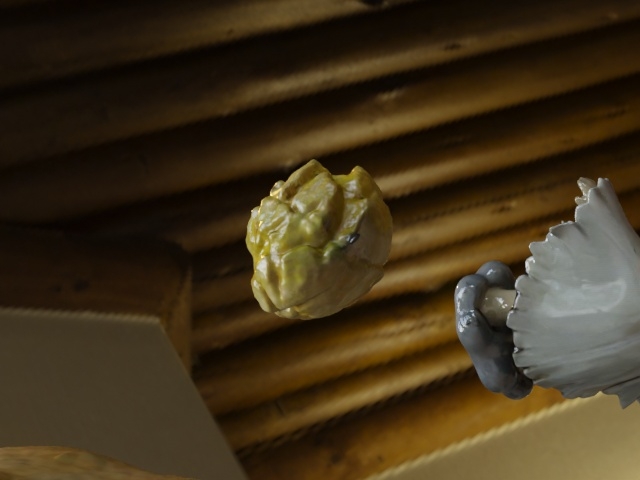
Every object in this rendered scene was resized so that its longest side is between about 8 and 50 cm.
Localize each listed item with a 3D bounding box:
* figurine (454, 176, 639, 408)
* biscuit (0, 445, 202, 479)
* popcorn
[{"bbox_3d":[0.274,0.040,0.907,0.166,0.387,0.207,-46,-64,-44],"label":"figurine"},{"bbox_3d":[-0.262,0.228,0.878,0.429,0.446,0.104,-18,-73,-36],"label":"biscuit"},{"bbox_3d":[0.000,0.000,1.313,0.167,0.152,0.148,-32,-62,-26],"label":"popcorn"}]
